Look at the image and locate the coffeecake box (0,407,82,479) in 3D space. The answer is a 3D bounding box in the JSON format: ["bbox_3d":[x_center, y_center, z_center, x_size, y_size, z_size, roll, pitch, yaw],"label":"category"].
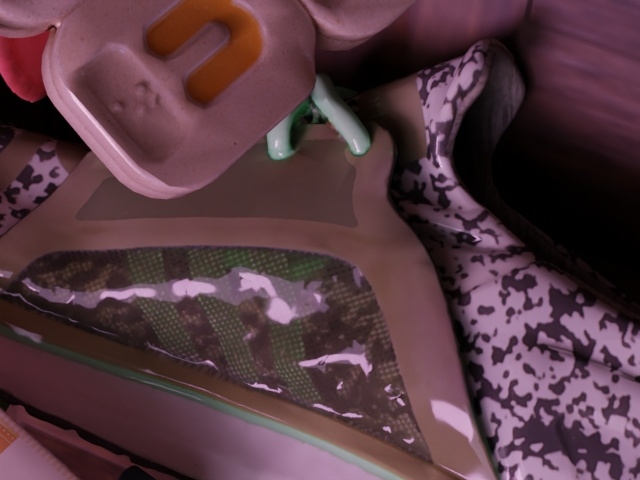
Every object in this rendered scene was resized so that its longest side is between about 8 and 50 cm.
[{"bbox_3d":[-0.130,0.112,0.646,0.142,0.068,0.185,40,157,11],"label":"coffeecake box"}]

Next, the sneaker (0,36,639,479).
[{"bbox_3d":[0.000,0.000,0.651,0.410,0.158,0.182,29,99,14],"label":"sneaker"}]

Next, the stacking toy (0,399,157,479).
[{"bbox_3d":[-0.071,0.136,0.735,0.167,0.052,0.221,29,154,31],"label":"stacking toy"}]

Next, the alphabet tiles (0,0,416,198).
[{"bbox_3d":[-0.088,-0.152,0.488,0.284,0.278,0.021,49,153,-6],"label":"alphabet tiles"}]

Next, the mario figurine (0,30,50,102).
[{"bbox_3d":[-0.173,-0.131,0.603,0.320,0.198,0.170,27,118,19],"label":"mario figurine"}]
